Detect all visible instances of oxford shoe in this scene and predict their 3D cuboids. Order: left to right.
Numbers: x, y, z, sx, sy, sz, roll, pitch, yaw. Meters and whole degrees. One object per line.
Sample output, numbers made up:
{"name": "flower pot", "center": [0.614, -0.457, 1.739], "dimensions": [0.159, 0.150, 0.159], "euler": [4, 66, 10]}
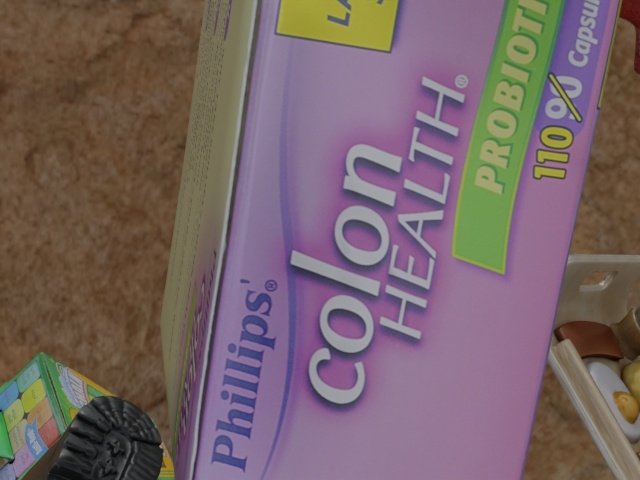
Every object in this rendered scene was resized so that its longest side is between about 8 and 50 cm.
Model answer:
{"name": "oxford shoe", "center": [-0.165, 0.194, 0.622], "dimensions": [0.083, 0.096, 0.227], "euler": [42, 33, -7]}

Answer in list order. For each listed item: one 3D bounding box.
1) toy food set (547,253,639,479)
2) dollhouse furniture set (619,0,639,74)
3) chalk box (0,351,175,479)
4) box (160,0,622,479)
{"name": "toy food set", "center": [0.322, 0.151, 0.970], "dimensions": [0.219, 0.092, 0.306], "euler": [2, 56, -55]}
{"name": "dollhouse furniture set", "center": [0.295, -0.201, 0.845], "dimensions": [0.374, 0.152, 0.201], "euler": [-19, 59, -24]}
{"name": "chalk box", "center": [-0.259, 0.209, 1.058], "dimensions": [0.132, 0.213, 0.132], "euler": [-43, 41, 6]}
{"name": "box", "center": [0.006, -0.023, 0.460], "dimensions": [0.117, 0.243, 0.214], "euler": [7, 101, -11]}
